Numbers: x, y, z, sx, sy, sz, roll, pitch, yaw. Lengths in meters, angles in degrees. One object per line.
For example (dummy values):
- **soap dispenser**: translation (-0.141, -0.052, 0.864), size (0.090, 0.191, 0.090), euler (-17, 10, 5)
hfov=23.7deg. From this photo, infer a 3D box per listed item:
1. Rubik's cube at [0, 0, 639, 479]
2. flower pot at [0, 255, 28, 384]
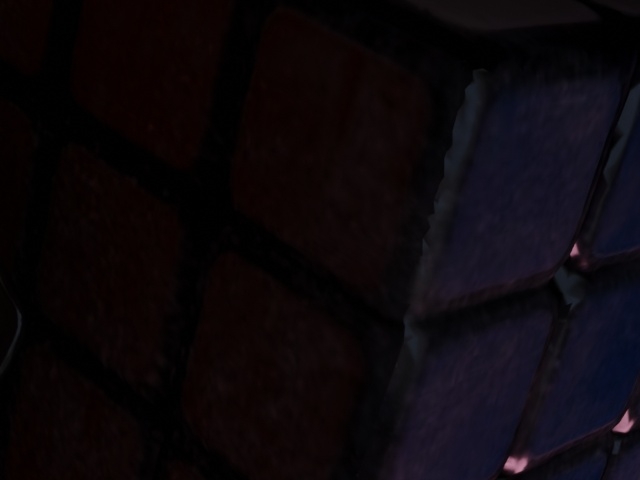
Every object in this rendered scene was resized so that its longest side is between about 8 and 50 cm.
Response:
- **Rubik's cube**: translation (0.000, 0.000, 0.669), size (0.337, 0.344, 0.344), euler (-12, 128, -47)
- **flower pot**: translation (-0.228, 0.011, 0.524), size (0.179, 0.251, 0.084), euler (-63, -175, 9)
